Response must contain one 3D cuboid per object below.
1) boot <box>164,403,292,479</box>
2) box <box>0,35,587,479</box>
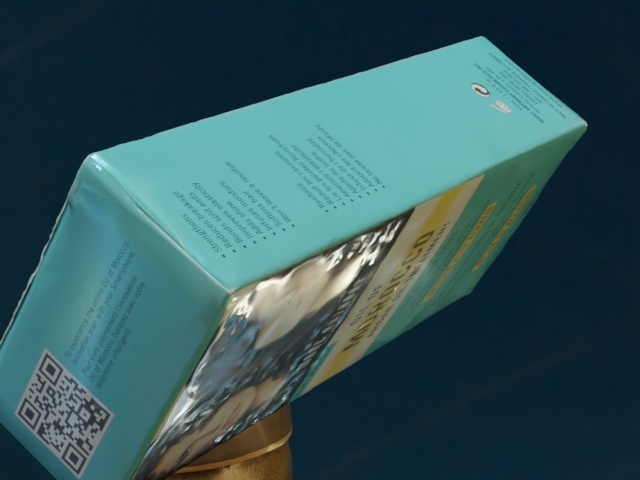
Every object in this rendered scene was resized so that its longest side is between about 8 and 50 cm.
[{"bbox_3d":[-0.066,0.101,0.721,0.112,0.305,0.115,-9,-81,-6],"label":"boot"},{"bbox_3d":[0.000,0.000,0.511,0.244,0.060,0.100,-25,-28,-53],"label":"box"}]
